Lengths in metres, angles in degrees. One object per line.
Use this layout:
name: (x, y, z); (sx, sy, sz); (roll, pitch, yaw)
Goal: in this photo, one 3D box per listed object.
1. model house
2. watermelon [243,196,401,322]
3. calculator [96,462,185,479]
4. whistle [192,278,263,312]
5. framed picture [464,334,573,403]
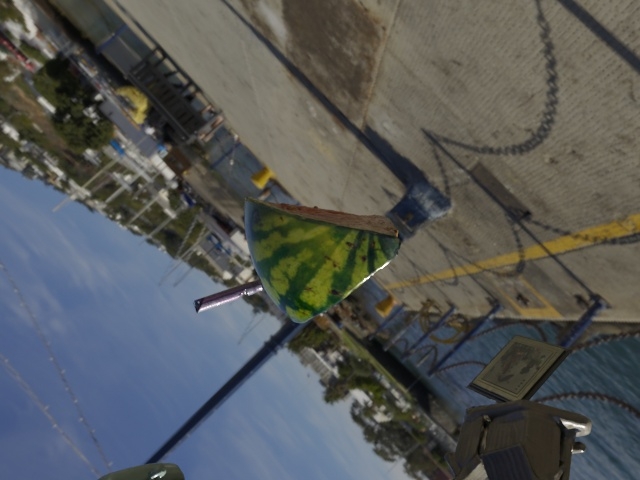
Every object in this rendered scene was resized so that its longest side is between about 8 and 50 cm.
model house: (0.318, 0.359, 0.975); (0.229, 0.188, 0.122); (-27, 109, 44)
watermelon: (-0.012, 0.025, 0.651); (0.159, 0.128, 0.303); (8, -176, -2)
calculator: (-0.278, 0.355, 0.737); (0.045, 0.246, 0.141); (56, -163, 27)
whistle: (-0.227, 0.136, 1.450); (0.033, 0.176, 0.033); (162, 90, -79)
framed picture: (0.455, 0.297, 1.352); (0.010, 0.195, 0.199); (51, 166, -15)
